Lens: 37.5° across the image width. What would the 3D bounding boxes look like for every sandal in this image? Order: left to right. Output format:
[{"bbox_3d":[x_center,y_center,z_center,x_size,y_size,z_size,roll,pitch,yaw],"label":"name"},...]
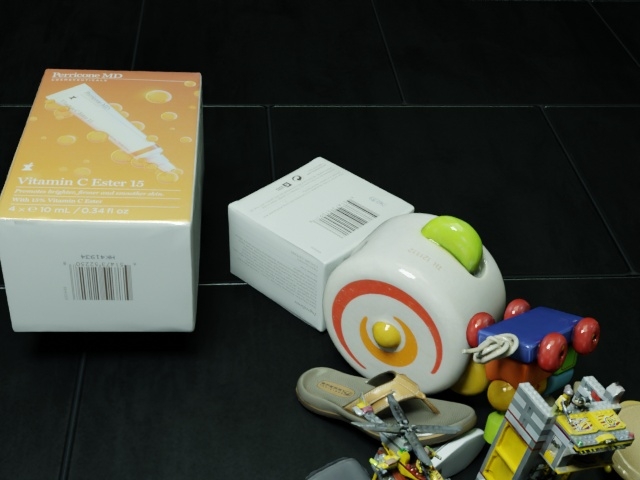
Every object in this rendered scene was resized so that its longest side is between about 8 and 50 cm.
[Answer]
[{"bbox_3d":[0.068,0.173,1.062,0.219,0.060,0.090,15,28,34],"label":"sandal"}]

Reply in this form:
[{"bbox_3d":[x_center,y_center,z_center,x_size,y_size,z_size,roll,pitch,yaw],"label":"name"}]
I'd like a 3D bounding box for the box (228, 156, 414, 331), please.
[{"bbox_3d":[0.000,0.000,1.267,0.182,0.119,0.181,30,44,32],"label":"box"}]

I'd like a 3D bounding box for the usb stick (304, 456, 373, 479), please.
[{"bbox_3d":[0.074,0.318,0.904,0.077,0.045,0.278,-16,41,-25],"label":"usb stick"}]

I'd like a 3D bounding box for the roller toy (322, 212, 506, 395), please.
[{"bbox_3d":[0.107,0.080,1.110,0.191,0.209,0.146,-1,28,38],"label":"roller toy"}]

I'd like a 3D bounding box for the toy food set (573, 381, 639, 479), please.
[{"bbox_3d":[0.371,0.235,1.055,0.192,0.038,0.132,15,44,2],"label":"toy food set"}]

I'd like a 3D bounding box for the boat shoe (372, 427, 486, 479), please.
[{"bbox_3d":[0.119,0.236,1.018,0.142,0.049,0.040,-25,44,-29],"label":"boat shoe"}]

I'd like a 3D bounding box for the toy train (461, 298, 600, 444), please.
[{"bbox_3d":[0.199,0.156,0.999,0.105,0.143,0.248,14,16,36],"label":"toy train"}]

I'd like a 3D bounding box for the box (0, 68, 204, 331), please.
[{"bbox_3d":[-0.258,-0.061,1.186,0.215,0.168,0.345,0,37,-6],"label":"box"}]

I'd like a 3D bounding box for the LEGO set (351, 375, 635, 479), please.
[{"bbox_3d":[0.191,0.242,0.845,0.331,0.192,0.255,4,31,-22],"label":"LEGO set"}]
